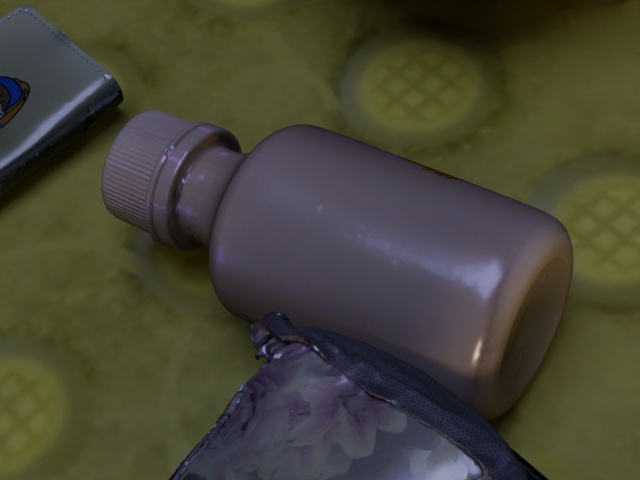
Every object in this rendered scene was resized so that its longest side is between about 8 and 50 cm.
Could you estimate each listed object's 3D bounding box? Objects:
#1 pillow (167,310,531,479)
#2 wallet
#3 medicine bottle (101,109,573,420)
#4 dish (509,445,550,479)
[{"bbox_3d":[-0.033,0.152,0.622,0.169,0.059,0.255,30,69,32],"label":"pillow"},{"bbox_3d":[-0.213,-0.071,0.926,0.155,0.039,0.110,-39,61,-17],"label":"wallet"},{"bbox_3d":[0.000,0.000,0.789,0.252,0.114,0.114,22,61,24],"label":"medicine bottle"},{"bbox_3d":[0.006,0.190,0.669,0.243,0.080,0.182,-41,55,-15],"label":"dish"}]
